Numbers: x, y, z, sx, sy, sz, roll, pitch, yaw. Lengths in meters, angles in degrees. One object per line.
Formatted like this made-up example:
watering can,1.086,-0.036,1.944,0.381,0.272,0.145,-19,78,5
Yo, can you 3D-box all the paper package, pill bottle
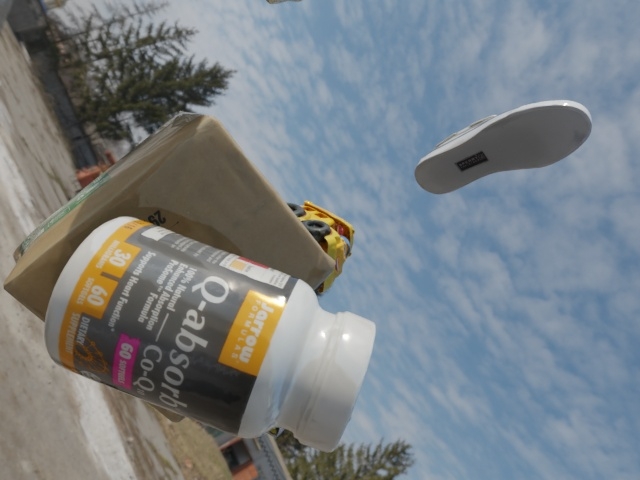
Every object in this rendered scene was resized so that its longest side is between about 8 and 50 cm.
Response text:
paper package,-0.198,0.028,0.716,0.309,0.325,0.168,52,-14,-26
pill bottle,-0.098,0.093,0.494,0.279,0.162,0.162,20,-28,3

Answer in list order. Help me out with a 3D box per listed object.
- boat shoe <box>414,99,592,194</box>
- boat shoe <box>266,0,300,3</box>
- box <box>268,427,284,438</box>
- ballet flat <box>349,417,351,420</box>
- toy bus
boat shoe,0.255,-0.147,0.730,0.258,0.084,0.095,-13,-58,41
boat shoe,-0.045,-0.533,1.047,0.059,0.170,0.062,6,-54,41
box,-0.092,0.325,0.993,0.094,0.137,0.027,29,-74,16
ballet flat,0.005,0.270,0.948,0.168,0.057,0.052,52,0,13
toy bus,0.000,0.000,1.118,0.220,0.212,0.149,30,-58,40
